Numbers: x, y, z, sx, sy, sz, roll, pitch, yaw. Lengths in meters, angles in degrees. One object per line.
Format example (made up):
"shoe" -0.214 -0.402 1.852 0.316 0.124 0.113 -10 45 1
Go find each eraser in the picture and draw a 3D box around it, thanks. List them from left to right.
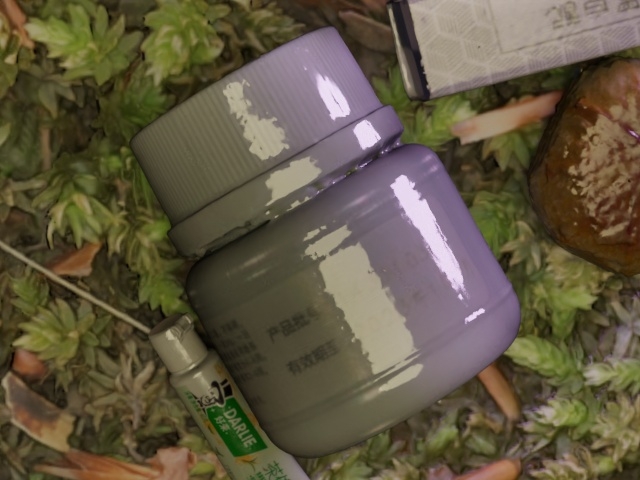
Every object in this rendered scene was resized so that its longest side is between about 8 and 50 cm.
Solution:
"eraser" 0.267 -0.217 1.464 0.404 0.096 0.098 -15 99 -5

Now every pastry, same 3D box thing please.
"pastry" 0.286 -0.065 1.489 0.182 0.093 0.192 23 94 -13

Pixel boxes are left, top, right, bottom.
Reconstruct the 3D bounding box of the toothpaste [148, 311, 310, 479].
"toothpaste" -0.058 0.203 1.506 0.058 0.056 0.314 -22 108 37

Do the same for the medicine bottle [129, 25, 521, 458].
"medicine bottle" 0.000 0.000 1.383 0.245 0.245 0.306 -30 93 -3
